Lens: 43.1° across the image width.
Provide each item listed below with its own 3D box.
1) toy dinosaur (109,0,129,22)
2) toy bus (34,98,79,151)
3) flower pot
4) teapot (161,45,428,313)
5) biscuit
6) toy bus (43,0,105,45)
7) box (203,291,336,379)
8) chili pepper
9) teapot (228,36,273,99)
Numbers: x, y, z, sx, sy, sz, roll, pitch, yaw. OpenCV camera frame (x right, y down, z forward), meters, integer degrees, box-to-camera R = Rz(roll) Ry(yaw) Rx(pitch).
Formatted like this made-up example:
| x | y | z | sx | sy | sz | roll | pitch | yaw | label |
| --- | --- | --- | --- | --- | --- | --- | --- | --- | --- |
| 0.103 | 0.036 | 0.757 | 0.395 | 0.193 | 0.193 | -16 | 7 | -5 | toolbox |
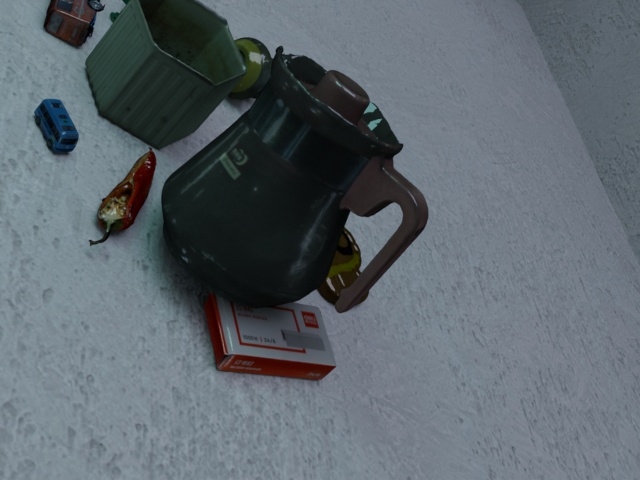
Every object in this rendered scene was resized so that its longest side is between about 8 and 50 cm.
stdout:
| x | y | z | sx | sy | sz | roll | pitch | yaw | label |
| --- | --- | --- | --- | --- | --- | --- | --- | --- | --- |
| -0.345 | -0.454 | 1.606 | 0.259 | 0.094 | 0.153 | 48 | 32 | 14 | toy dinosaur |
| -0.414 | -0.181 | 1.278 | 0.038 | 0.046 | 0.083 | -8 | 61 | -52 | toy bus |
| -0.275 | -0.307 | 1.440 | 0.209 | 0.190 | 0.239 | 48 | 34 | -2 | flower pot |
| -0.033 | -0.076 | 1.264 | 0.376 | 0.361 | 0.306 | 44 | 24 | 18 | teapot |
| 0.000 | 0.000 | 1.578 | 0.208 | 0.041 | 0.290 | -13 | 67 | -55 | biscuit |
| -0.448 | -0.457 | 1.502 | 0.096 | 0.073 | 0.234 | 19 | 43 | -27 | toy bus |
| -0.083 | 0.154 | 1.313 | 0.229 | 0.050 | 0.123 | 15 | 45 | -40 | box |
| -0.306 | -0.068 | 1.291 | 0.268 | 0.059 | 0.050 | -79 | 159 | -54 | chili pepper |
| -0.164 | -0.361 | 1.701 | 0.166 | 0.130 | 0.119 | 27 | 7 | 26 | teapot |
